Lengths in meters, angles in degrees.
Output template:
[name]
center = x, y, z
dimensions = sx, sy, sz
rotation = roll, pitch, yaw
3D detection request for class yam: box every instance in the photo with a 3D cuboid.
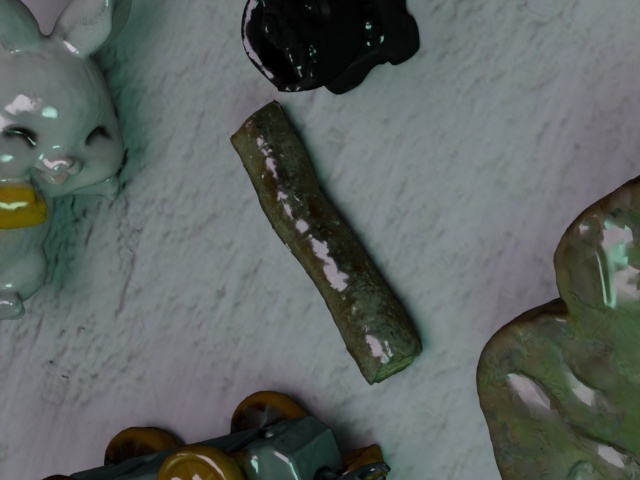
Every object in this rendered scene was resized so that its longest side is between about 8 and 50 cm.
[yam]
center = 0.000, 0.000, 1.509
dimensions = 0.061, 0.061, 0.253
rotation = -37, 75, 27

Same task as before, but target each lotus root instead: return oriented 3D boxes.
[lotus root]
center = 0.296, 0.130, 1.278
dimensions = 0.375, 0.111, 0.390
rotation = 33, 125, 22

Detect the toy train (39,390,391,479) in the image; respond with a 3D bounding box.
[toy train]
center = -0.088, 0.265, 1.531
dimensions = 0.369, 0.163, 0.231
rotation = -17, 94, 29

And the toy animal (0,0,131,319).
[toy animal]
center = -0.272, -0.088, 1.578
dimensions = 0.154, 0.208, 0.325
rotation = -129, 43, -61

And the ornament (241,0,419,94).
[ornament]
center = -0.039, -0.226, 1.402
dimensions = 0.106, 0.260, 0.251
rotation = -25, 81, 23
